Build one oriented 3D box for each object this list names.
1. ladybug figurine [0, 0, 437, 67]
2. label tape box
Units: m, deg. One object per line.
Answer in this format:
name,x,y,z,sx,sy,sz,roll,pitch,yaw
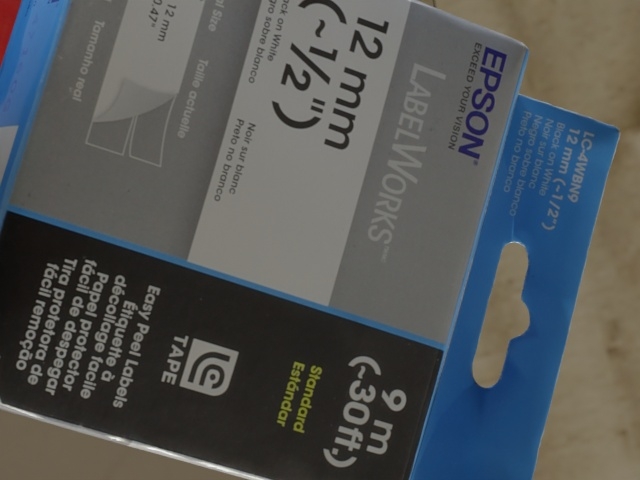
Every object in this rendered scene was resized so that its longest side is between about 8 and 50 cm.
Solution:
ladybug figurine,-0.103,-0.159,1.250,0.449,0.162,0.305,-6,-135,-37
label tape box,0.000,0.000,0.963,0.348,0.115,0.249,18,-98,-19
